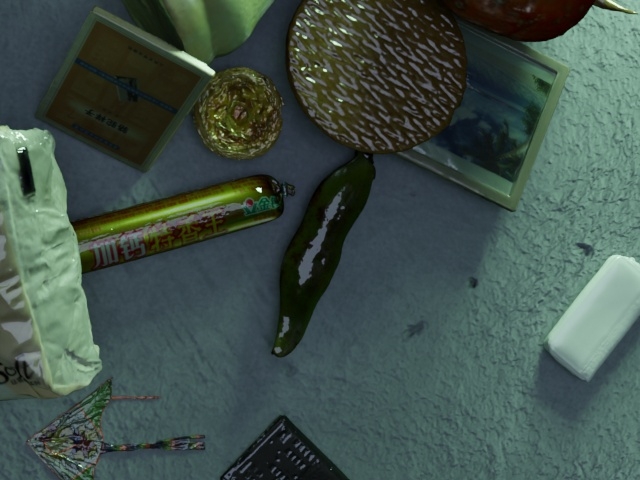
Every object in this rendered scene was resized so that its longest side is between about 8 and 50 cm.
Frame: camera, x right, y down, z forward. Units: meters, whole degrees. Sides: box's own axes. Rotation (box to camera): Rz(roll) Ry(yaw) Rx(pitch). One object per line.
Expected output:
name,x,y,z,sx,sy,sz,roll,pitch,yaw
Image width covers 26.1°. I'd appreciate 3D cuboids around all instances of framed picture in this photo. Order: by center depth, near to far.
framed picture,0.177,-0.205,1.931,0.315,0.024,0.232,24,80,-14

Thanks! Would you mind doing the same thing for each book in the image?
book,-0.253,-0.186,1.756,0.170,0.242,0.018,27,53,-13

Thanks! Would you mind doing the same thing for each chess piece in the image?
chess piece,-0.052,-0.413,1.787,0.442,0.234,0.234,-34,100,-13

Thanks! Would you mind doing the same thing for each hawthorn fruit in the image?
hawthorn fruit,0.266,-0.389,1.846,0.261,0.258,0.258,33,86,-42

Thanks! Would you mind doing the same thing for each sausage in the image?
sausage,-0.208,-0.019,1.847,0.371,0.082,0.082,-15,97,-12

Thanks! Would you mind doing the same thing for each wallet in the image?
wallet,0.411,0.109,2.014,0.095,0.033,0.190,38,86,-14

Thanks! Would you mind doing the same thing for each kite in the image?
kite,-0.278,0.285,1.884,0.244,0.006,0.198,4,93,-13

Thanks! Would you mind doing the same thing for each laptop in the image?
laptop,-0.036,0.349,1.939,0.129,0.016,0.180,-46,103,-5

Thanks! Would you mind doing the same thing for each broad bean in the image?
broad bean,0.000,0.000,1.898,0.077,0.061,0.339,26,88,-35

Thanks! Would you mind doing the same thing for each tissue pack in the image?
tissue pack,-0.468,0.036,1.709,0.375,0.195,0.390,-10,99,25

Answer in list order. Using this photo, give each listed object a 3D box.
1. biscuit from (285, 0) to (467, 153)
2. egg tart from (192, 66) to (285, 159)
biscuit,0.076,-0.244,1.874,0.262,0.037,0.262,1,85,-16
egg tart,-0.113,-0.172,1.871,0.128,0.049,0.129,-1,97,-7
